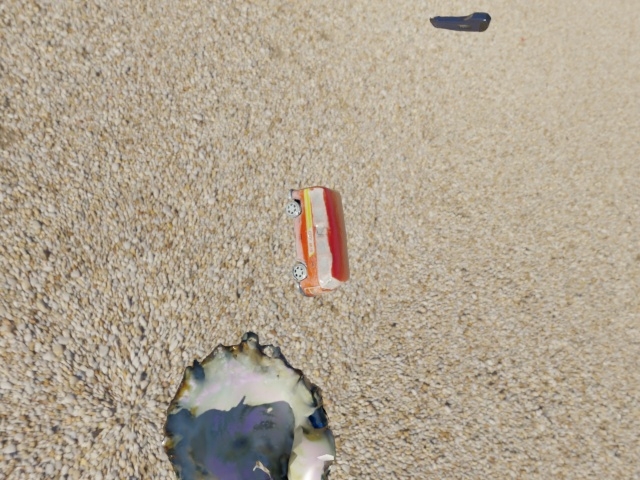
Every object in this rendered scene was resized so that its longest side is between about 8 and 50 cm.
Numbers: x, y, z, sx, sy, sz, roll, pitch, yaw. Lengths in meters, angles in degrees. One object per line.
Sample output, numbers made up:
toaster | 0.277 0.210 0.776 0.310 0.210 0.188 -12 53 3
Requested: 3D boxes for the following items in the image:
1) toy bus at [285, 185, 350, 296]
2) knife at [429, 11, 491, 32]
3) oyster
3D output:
toy bus | 0.000 0.000 0.668 0.079 0.077 0.174 10 71 -58
knife | 0.240 -0.381 0.734 0.018 0.121 0.031 -59 141 -8
oyster | -0.066 0.240 0.504 0.260 0.092 0.198 39 50 22
